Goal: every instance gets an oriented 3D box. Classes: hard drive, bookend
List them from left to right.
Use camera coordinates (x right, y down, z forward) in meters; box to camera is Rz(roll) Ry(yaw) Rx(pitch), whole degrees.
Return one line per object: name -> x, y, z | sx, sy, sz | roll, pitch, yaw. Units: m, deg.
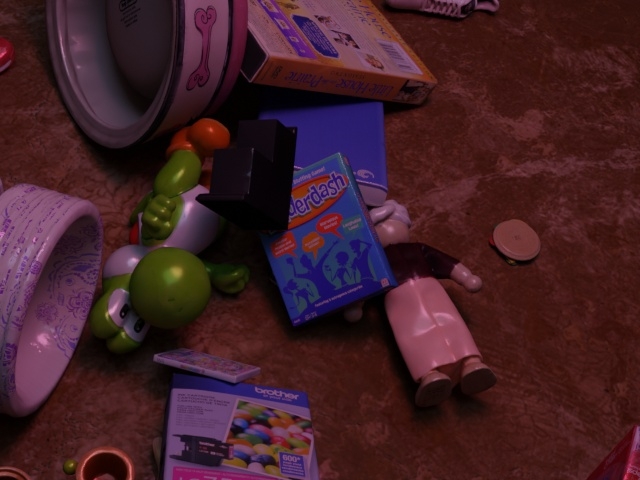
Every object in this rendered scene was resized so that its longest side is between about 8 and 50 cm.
bookend -> -0.099, -0.108, 1.458 | 0.072, 0.157, 0.156 | 0, 77, 21
hard drive -> 0.000, -0.180, 1.697 | 0.210, 0.040, 0.319 | 12, 36, -7

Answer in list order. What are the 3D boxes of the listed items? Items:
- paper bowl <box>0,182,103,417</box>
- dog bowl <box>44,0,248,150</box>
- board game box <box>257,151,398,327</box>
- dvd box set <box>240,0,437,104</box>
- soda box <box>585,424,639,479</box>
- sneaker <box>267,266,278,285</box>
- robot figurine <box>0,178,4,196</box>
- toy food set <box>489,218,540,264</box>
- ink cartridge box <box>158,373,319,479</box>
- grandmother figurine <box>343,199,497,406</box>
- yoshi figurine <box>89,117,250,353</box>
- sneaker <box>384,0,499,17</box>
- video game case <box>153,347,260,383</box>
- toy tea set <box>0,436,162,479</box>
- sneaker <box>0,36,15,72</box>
paper bowl -> -0.393, 0.068, 1.316 | 0.148, 0.284, 0.284 | 17, 51, 3
dog bowl -> -0.267, -0.346, 1.611 | 0.150, 0.408, 0.408 | -9, 55, -39
board game box -> 0.000, 0.000, 1.520 | 0.160, 0.047, 0.210 | -25, 78, 14
dvd box set -> -0.025, -0.364, 1.764 | 0.420, 0.062, 0.307 | -2, 49, -48
soda box -> 0.371, 0.336, 1.307 | 0.083, 0.263, 0.092 | 24, 51, 7
sneaker -> -0.024, 0.052, 1.571 | 0.109, 0.044, 0.040 | 10, 54, -4
robot figurine -> -0.597, -0.011, 1.380 | 0.353, 0.200, 0.300 | -22, 47, -27
toy food set -> 0.317, 0.001, 1.706 | 0.082, 0.020, 0.083 | -18, 60, -25
ink cartridge box -> -0.102, 0.252, 1.294 | 0.186, 0.065, 0.311 | 10, 20, -9
grandmother figurine -> 0.131, 0.078, 1.557 | 0.208, 0.104, 0.342 | -8, 53, -16
yoshi figurine -> -0.188, 0.002, 1.479 | 0.203, 0.203, 0.362 | 25, 54, -2
sneaker -> 0.235, -0.473, 2.011 | 0.235, 0.090, 0.095 | -13, 67, -20
video game case -> -0.152, 0.168, 1.414 | 0.122, 0.011, 0.087 | 12, 5, 18
toy tea set -> -0.250, 0.320, 1.259 | 0.336, 0.124, 0.200 | -9, 56, -20
sneaker -> -0.600, -0.317, 1.658 | 0.221, 0.128, 0.087 | -12, 58, -20
